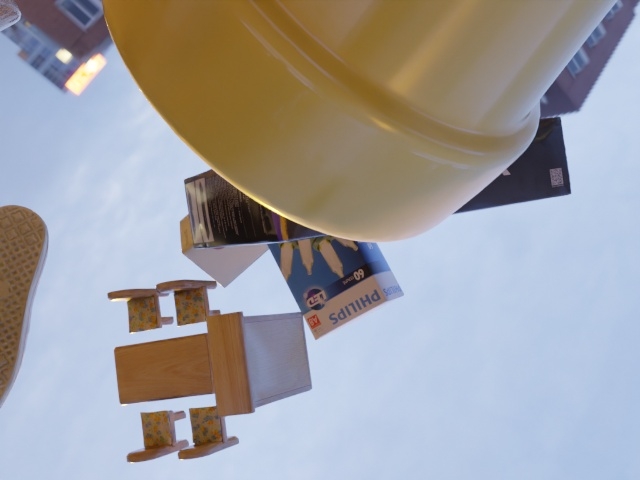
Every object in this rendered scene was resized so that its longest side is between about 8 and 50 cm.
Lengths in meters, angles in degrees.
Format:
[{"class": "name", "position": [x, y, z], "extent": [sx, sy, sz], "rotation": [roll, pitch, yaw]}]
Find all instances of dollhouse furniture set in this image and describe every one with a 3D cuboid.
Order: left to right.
[{"class": "dollhouse furniture set", "position": [-0.157, 0.151, 0.885], "extent": [0.242, 0.161, 0.212], "rotation": [-11, -98, 22]}]

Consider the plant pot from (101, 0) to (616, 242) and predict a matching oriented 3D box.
[{"class": "plant pot", "position": [0.055, -0.163, 0.377], "extent": [0.239, 0.254, 0.253], "rotation": [-41, -147, 39]}]

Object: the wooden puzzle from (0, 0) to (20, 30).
[{"class": "wooden puzzle", "position": [-0.481, -0.167, 0.697], "extent": [0.322, 0.080, 0.348], "rotation": [-39, -148, -22]}]

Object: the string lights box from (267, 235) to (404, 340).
[{"class": "string lights box", "position": [0.000, 0.000, 1.101], "extent": [0.133, 0.077, 0.259], "rotation": [-32, -101, 24]}]

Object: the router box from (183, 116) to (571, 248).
[{"class": "router box", "position": [0.048, -0.054, 0.744], "extent": [0.243, 0.309, 0.080], "rotation": [-5, -86, 64]}]

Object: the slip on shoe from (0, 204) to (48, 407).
[{"class": "slip on shoe", "position": [-0.436, 0.116, 0.952], "extent": [0.101, 0.123, 0.331], "rotation": [146, -40, -62]}]

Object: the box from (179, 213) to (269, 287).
[{"class": "box", "position": [-0.166, -0.044, 1.535], "extent": [0.232, 0.127, 0.148], "rotation": [-41, -151, 10]}]
